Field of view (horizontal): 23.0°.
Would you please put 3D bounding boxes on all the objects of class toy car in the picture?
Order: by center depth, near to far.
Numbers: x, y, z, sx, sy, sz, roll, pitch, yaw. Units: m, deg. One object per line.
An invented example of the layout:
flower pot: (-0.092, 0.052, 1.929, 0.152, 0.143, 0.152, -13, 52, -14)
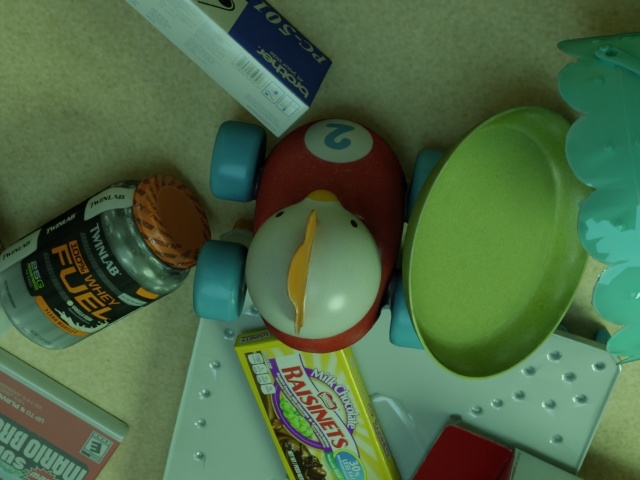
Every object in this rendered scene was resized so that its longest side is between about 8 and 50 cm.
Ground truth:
toy car: (0.000, 0.000, 1.322, 0.219, 0.238, 0.210, 9, 93, 4)

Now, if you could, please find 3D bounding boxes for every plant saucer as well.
plant saucer: (0.148, 0.000, 1.345, 0.037, 0.241, 0.241, 20, 131, 43)

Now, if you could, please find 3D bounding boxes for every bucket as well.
bucket: (0.302, -0.042, 1.241, 0.183, 0.281, 0.281, -10, 117, 15)

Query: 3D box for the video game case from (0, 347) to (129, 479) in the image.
video game case: (-0.358, 0.245, 1.710, 0.204, 0.025, 0.285, 32, 123, -6)

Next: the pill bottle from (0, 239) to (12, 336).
pill bottle: (-0.374, 0.002, 1.516, 0.118, 0.117, 0.208, -15, 115, 22)

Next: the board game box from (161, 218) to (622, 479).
board game box: (0.054, 0.193, 1.562, 0.390, 0.050, 0.390, 17, 123, 3)

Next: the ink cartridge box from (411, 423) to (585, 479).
ink cartridge box: (0.174, 0.367, 1.530, 0.272, 0.130, 0.309, 25, 123, -1)

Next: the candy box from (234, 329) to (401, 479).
candy box: (0.000, 0.171, 1.516, 0.105, 0.027, 0.206, -13, 116, 17)

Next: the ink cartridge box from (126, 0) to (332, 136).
ink cartridge box: (-0.087, -0.189, 1.343, 0.207, 0.097, 0.046, 42, 121, -12)

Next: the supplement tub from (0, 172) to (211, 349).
supplement tub: (-0.203, 0.018, 1.483, 0.190, 0.117, 0.117, -29, 110, 27)
